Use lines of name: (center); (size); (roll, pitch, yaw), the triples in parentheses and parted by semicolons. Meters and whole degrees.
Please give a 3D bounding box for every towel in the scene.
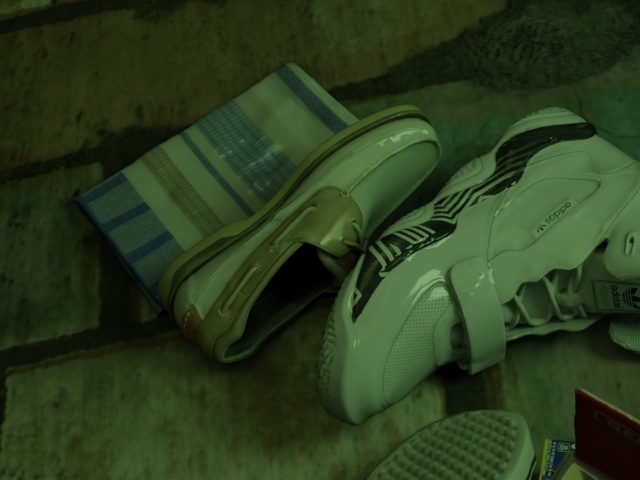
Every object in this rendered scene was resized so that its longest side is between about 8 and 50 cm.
towel: (-0.089, -0.062, 1.283); (0.285, 0.034, 0.209); (-33, 50, -12)

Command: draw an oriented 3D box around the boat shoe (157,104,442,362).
boat shoe: (0.000, 0.000, 1.163); (0.302, 0.113, 0.103); (-39, 52, -3)

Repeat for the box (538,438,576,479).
box: (0.185, 0.235, 0.947); (0.059, 0.054, 0.169); (4, 53, 19)

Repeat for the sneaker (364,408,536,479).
sneaker: (0.080, 0.251, 0.930); (0.126, 0.127, 0.321); (-5, 23, 31)

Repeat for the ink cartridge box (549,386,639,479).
ink cartridge box: (0.238, 0.201, 0.620); (0.296, 0.261, 0.066); (30, 78, 21)

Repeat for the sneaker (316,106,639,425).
sneaker: (0.173, 0.041, 1.053); (0.210, 0.137, 0.366); (29, 60, 36)
